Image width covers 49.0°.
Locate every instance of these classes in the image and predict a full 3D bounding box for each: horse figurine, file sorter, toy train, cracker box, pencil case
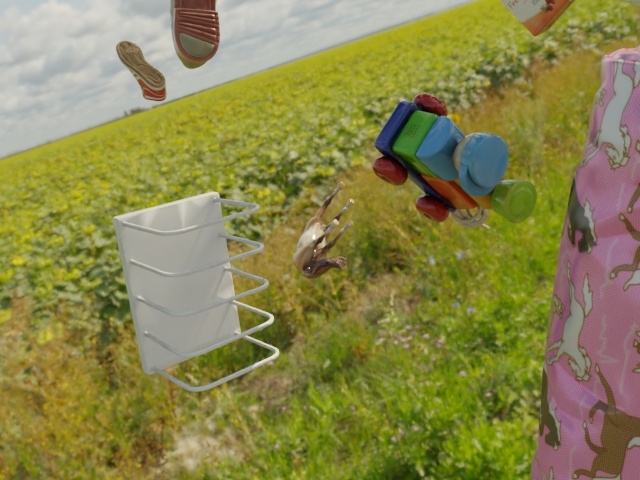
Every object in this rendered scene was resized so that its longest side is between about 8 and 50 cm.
[{"bbox_3d":[0.000,0.000,1.353,0.174,0.066,0.263,-51,15,26],"label":"horse figurine"},{"bbox_3d":[-0.193,0.082,1.157,0.193,0.277,0.173,-19,20,-36],"label":"file sorter"},{"bbox_3d":[0.184,-0.055,0.791,0.143,0.248,0.105,28,85,51],"label":"toy train"},{"bbox_3d":[0.436,-0.570,1.474,0.067,0.232,0.155,-32,-12,-41],"label":"cracker box"},{"bbox_3d":[0.256,0.053,0.499,0.160,0.385,0.167,2,20,-5],"label":"pencil case"}]

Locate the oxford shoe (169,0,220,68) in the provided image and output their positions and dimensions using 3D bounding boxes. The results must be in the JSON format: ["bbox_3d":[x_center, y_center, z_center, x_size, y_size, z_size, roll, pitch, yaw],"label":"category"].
[{"bbox_3d":[-0.311,-0.613,1.702,0.141,0.396,0.146,7,-5,-20],"label":"oxford shoe"}]

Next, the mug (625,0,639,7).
[{"bbox_3d":[0.565,-0.505,1.135,0.328,0.276,0.374,18,40,-7],"label":"mug"}]

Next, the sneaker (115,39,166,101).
[{"bbox_3d":[-0.310,-0.290,1.219,0.042,0.118,0.067,-39,-13,-17],"label":"sneaker"}]
